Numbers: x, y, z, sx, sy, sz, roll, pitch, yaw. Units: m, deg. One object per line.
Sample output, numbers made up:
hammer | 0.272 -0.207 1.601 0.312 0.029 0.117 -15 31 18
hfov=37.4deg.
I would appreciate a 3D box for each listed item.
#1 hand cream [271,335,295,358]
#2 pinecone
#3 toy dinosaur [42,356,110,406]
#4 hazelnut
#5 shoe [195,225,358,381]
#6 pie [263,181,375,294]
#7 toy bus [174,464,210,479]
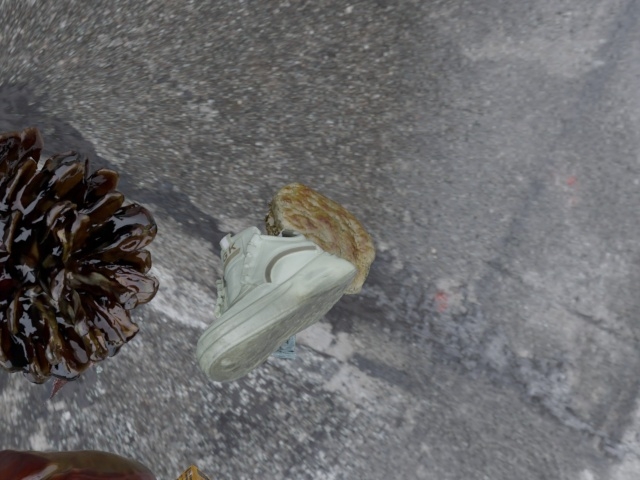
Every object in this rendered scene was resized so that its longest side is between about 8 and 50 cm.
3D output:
hand cream | -0.081 0.111 1.902 0.052 0.075 0.248 37 54 -58
pinecone | -0.316 0.018 1.088 0.242 0.296 0.298 -28 137 -39
toy dinosaur | -0.427 0.217 1.703 0.032 0.108 0.220 38 95 21
hazelnut | -0.490 0.559 1.804 0.409 0.359 0.359 1 96 -30
shoe | -0.081 0.054 1.188 0.159 0.316 0.124 45 118 13
pie | 0.000 0.000 1.416 0.163 0.079 0.193 -25 78 -39
toy bus | -0.246 0.501 1.839 0.069 0.162 0.074 44 88 -13
